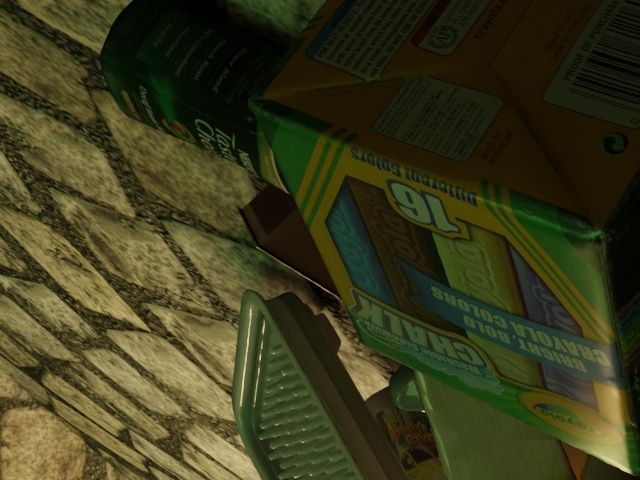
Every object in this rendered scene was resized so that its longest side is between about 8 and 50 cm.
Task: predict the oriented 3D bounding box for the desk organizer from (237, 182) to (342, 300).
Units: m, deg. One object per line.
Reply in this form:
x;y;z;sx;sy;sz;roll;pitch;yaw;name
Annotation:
0.000;0.000;1.152;0.130;0.050;0.047;33;-160;-44;desk organizer

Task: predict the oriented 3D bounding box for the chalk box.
0.117;-0.019;0.736;0.179;0.180;0.289;24;156;28;chalk box

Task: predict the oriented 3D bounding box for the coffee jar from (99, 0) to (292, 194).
-0.053;-0.095;0.984;0.184;0.079;0.096;26;158;24;coffee jar

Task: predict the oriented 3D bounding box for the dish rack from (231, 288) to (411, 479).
0.018;0.222;1.380;0.333;0.072;0.285;58;158;29;dish rack

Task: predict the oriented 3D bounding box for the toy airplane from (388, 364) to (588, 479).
0.176;0.214;1.035;0.384;0.272;0.386;24;127;-3;toy airplane

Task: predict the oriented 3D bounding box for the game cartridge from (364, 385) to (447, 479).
0.120;0.212;1.306;0.294;0.060;0.196;-25;81;67;game cartridge

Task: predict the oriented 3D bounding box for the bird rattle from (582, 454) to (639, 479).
0.244;0.146;0.783;0.206;0.254;0.143;2;161;29;bird rattle
